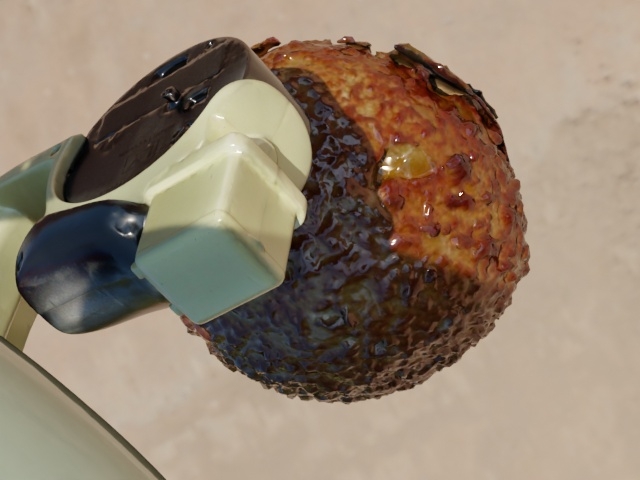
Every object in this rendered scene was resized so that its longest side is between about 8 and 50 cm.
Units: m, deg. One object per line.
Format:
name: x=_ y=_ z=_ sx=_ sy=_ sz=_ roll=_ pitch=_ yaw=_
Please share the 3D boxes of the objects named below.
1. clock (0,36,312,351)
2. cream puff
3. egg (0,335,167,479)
clock: x=-0.173 y=0.011 z=1.267 sx=0.379 sy=0.276 sz=0.120 roll=-31 pitch=119 yaw=26
cream puff: x=0.002 y=0.003 z=1.531 sx=0.350 sy=0.229 sz=0.350 roll=11 pitch=142 yaw=9
egg: x=-0.178 y=0.102 z=0.507 sx=0.371 sy=0.230 sz=0.230 roll=21 pitch=139 yaw=-1
